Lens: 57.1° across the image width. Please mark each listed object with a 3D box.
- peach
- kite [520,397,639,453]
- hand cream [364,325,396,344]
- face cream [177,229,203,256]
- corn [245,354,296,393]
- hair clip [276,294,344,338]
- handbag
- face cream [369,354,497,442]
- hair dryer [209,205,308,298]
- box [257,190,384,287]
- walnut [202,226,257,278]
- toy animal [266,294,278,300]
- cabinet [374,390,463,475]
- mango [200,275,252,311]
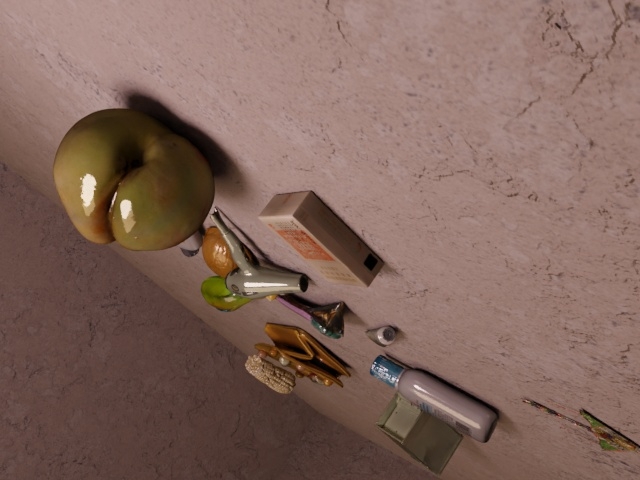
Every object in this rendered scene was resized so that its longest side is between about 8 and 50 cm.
[{"bbox_3d":[-0.340,-0.106,1.096,0.292,0.247,0.292,12,166,3],"label":"peach"},{"bbox_3d":[0.508,0.361,1.143,0.244,0.006,0.198,16,154,43],"label":"kite"},{"bbox_3d":[0.144,0.233,1.405,0.067,0.042,0.194,33,166,3],"label":"hand cream"},{"bbox_3d":[-0.392,-0.031,1.630,0.144,0.071,0.291,31,162,12],"label":"face cream"},{"bbox_3d":[-0.175,0.483,2.111,0.211,0.087,0.087,38,163,-35],"label":"corn"},{"bbox_3d":[-0.023,0.190,1.548,0.359,0.110,0.095,2,103,65],"label":"hair clip"},{"bbox_3d":[-0.072,0.434,2.163,0.283,0.133,0.401,35,163,-15],"label":"handbag"},{"bbox_3d":[0.282,0.397,1.506,0.337,0.080,0.163,25,160,28],"label":"face cream"},{"bbox_3d":[-0.142,0.051,1.406,0.229,0.092,0.267,13,137,19],"label":"hair dryer"},{"bbox_3d":[0.000,0.000,1.050,0.201,0.058,0.141,45,159,-25],"label":"box"},{"bbox_3d":[-0.258,0.049,1.571,0.167,0.087,0.211,30,161,18],"label":"walnut"},{"bbox_3d":[-0.144,0.129,1.595,0.083,0.070,0.159,2,178,-42],"label":"toy animal"},{"bbox_3d":[0.308,0.594,1.836,0.206,0.150,0.145,45,164,-27],"label":"cabinet"},{"bbox_3d":[-0.305,0.178,1.945,0.233,0.111,0.125,2,156,38],"label":"mango"}]
